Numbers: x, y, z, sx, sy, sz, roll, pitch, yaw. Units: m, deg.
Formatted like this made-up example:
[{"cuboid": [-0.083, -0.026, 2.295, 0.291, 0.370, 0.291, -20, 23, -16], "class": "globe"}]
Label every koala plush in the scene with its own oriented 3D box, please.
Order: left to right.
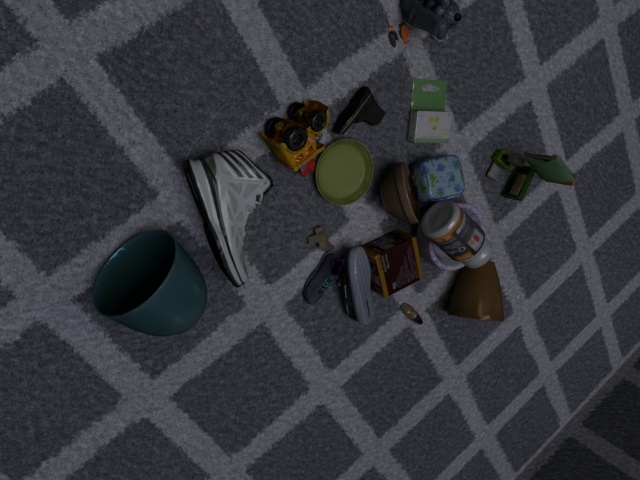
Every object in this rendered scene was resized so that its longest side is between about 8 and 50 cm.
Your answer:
[{"cuboid": [0.418, -0.812, 1.773, 0.221, 0.203, 0.196, -7, 119, -49], "class": "koala plush"}]

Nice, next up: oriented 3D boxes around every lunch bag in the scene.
[{"cuboid": [0.462, -0.238, 1.970, 0.219, 0.090, 0.175, -15, 92, -34], "class": "lunch bag"}]

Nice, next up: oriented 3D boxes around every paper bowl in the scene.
[{"cuboid": [0.516, -0.029, 2.060, 0.285, 0.148, 0.284, -9, 109, -26], "class": "paper bowl"}]

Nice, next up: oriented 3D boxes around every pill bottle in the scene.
[{"cuboid": [0.517, -0.017, 1.885, 0.278, 0.162, 0.162, 37, 86, -31], "class": "pill bottle"}]

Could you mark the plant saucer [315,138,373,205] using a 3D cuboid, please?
[{"cuboid": [0.082, -0.248, 1.824, 0.241, 0.037, 0.240, -9, 109, -27], "class": "plant saucer"}]

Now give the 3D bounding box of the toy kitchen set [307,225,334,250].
[{"cuboid": [0.000, 0.000, 1.865, 0.068, 0.075, 0.083, -18, 79, 16], "class": "toy kitchen set"}]

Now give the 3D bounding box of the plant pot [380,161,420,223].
[{"cuboid": [0.293, -0.170, 1.891, 0.110, 0.237, 0.237, -13, 118, 20], "class": "plant pot"}]

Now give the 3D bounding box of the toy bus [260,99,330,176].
[{"cuboid": [-0.056, -0.329, 1.673, 0.220, 0.149, 0.211, -41, 133, -15], "class": "toy bus"}]

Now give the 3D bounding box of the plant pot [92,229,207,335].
[{"cuboid": [-0.483, 0.153, 1.511, 0.293, 0.293, 0.235, -45, 136, -9], "class": "plant pot"}]

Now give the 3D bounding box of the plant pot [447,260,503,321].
[{"cuboid": [0.689, 0.214, 2.201, 0.237, 0.237, 0.254, 7, 87, -30], "class": "plant pot"}]

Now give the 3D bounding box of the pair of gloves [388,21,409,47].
[{"cuboid": [0.280, -0.736, 1.795, 0.083, 0.010, 0.074, -26, 116, -18], "class": "pair of gloves"}]

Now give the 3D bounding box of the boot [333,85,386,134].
[{"cuboid": [0.147, -0.426, 1.786, 0.137, 0.077, 0.197, 40, 86, -37], "class": "boot"}]

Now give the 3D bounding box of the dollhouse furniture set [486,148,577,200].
[{"cuboid": [0.868, -0.260, 2.086, 0.198, 0.302, 0.151, 28, 88, -34], "class": "dollhouse furniture set"}]

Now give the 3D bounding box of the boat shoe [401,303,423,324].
[{"cuboid": [0.399, 0.318, 2.163, 0.135, 0.045, 0.050, 41, 84, -31], "class": "boat shoe"}]

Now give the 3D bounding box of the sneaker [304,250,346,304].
[{"cuboid": [0.015, 0.146, 1.872, 0.083, 0.098, 0.223, 24, 93, -31], "class": "sneaker"}]

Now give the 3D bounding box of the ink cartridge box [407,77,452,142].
[{"cuboid": [0.424, -0.494, 1.923, 0.171, 0.056, 0.234, -5, 110, -26], "class": "ink cartridge box"}]

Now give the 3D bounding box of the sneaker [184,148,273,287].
[{"cuboid": [-0.246, -0.078, 1.622, 0.258, 0.169, 0.447, -22, 112, -19], "class": "sneaker"}]

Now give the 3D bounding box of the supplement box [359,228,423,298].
[{"cuboid": [0.276, 0.088, 1.977, 0.194, 0.129, 0.191, -25, 116, -20], "class": "supplement box"}]

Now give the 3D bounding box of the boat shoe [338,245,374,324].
[{"cuboid": [0.122, 0.176, 1.925, 0.121, 0.119, 0.334, -37, 126, -49], "class": "boat shoe"}]
